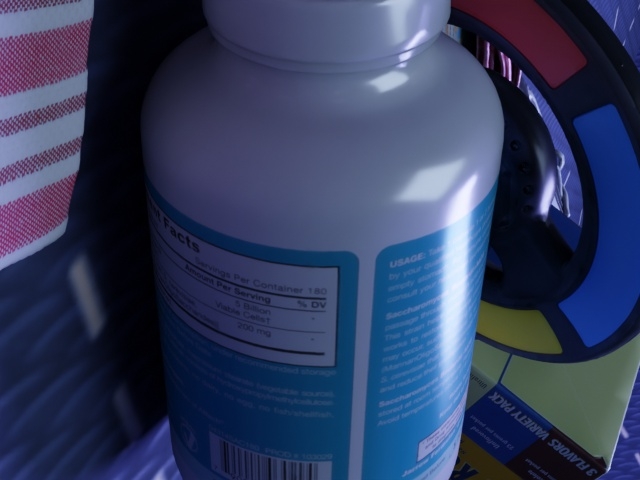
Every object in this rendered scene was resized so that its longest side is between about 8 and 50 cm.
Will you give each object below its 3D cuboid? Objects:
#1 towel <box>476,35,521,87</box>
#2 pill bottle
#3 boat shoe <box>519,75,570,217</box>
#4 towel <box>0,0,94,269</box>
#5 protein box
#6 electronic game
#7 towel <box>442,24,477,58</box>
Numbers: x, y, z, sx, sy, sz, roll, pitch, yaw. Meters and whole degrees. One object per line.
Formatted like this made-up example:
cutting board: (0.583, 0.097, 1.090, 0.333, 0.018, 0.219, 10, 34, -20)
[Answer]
towel: (0.167, -0.284, 0.805, 0.237, 0.037, 0.329, 84, 21, -51)
pill bottle: (0.000, 0.000, 0.454, 0.146, 0.146, 0.264, -53, 153, -47)
boat shoe: (0.183, -0.043, 1.011, 0.306, 0.113, 0.105, 59, 36, -48)
towel: (-0.107, -0.071, 0.280, 0.144, 0.029, 0.197, -38, 140, -65)
protein box: (0.119, 0.106, 0.780, 0.201, 0.136, 0.200, -51, -179, 43)
electronic game: (0.073, -0.041, 0.506, 0.048, 0.229, 0.229, -32, 141, -27)
towel: (0.062, -0.106, 0.719, 0.271, 0.040, 0.370, -51, 149, -51)
